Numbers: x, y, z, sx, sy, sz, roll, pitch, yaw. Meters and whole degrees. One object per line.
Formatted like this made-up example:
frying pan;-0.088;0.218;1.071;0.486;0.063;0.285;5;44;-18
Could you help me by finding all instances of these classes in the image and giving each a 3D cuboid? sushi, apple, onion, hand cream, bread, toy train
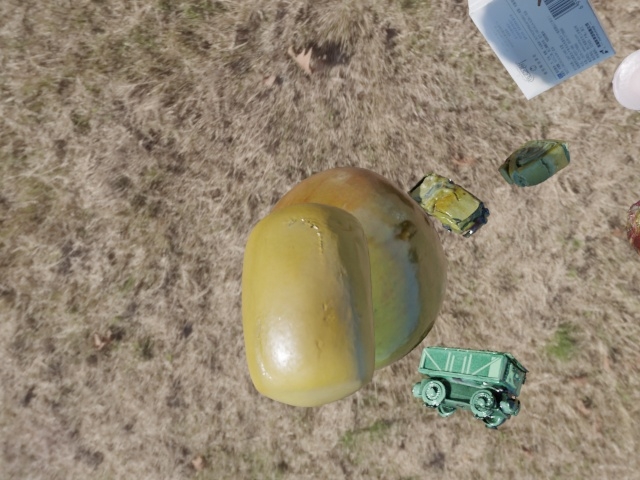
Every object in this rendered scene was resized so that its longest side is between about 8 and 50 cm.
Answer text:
sushi;0.336;-0.095;1.524;0.139;0.291;0.131;-41;129;0
apple;0.038;0.060;0.944;0.339;0.305;0.338;26;153;15
onion;0.502;-0.019;0.803;0.097;0.107;0.107;2;114;-11
hand cream;0.522;-0.213;0.784;0.248;0.133;0.083;-2;105;-38
bread;0.472;-0.173;1.211;0.156;0.117;0.064;-36;113;-30
bread;-0.019;0.063;0.585;0.147;0.217;0.098;-14;156;19
toy train;0.339;0.334;1.266;0.269;0.154;0.115;-7;141;48

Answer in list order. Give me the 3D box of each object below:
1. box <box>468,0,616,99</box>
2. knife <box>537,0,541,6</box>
box;0.482;-0.477;1.203;0.203;0.116;0.274;-27;127;35
knife;0.371;-0.475;0.911;0.018;0.035;0.247;-6;158;17
